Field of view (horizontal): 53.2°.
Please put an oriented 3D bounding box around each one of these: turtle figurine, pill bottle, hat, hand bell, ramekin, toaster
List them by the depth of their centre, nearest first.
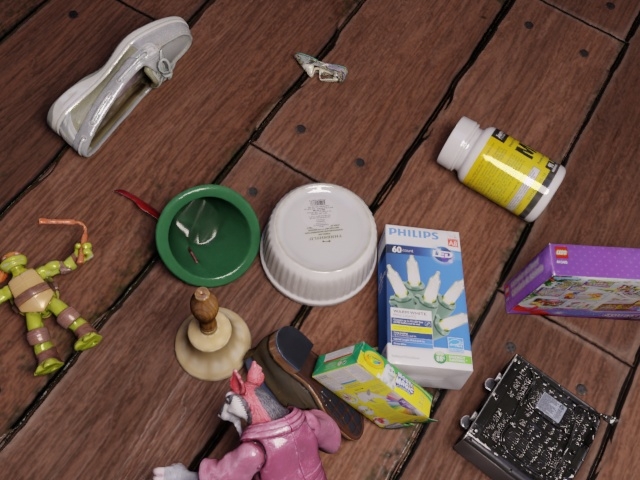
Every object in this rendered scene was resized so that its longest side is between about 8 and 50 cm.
[{"bbox_3d":[-0.166,0.121,0.944,0.126,0.242,0.126,2,66,-5],"label":"hand bell"},{"bbox_3d":[0.322,0.295,0.983,0.185,0.110,0.168,35,68,11],"label":"toaster"},{"bbox_3d":[-0.462,0.102,1.011,0.269,0.087,0.217,-30,79,-26],"label":"turtle figurine"},{"bbox_3d":[0.000,0.000,1.087,0.207,0.109,0.207,2,66,-4],"label":"ramekin"},{"bbox_3d":[-0.224,-0.038,1.129,0.173,0.183,0.209,-39,118,-9],"label":"hat"},{"bbox_3d":[0.327,-0.134,1.172,0.208,0.119,0.119,32,67,9],"label":"pill bottle"}]

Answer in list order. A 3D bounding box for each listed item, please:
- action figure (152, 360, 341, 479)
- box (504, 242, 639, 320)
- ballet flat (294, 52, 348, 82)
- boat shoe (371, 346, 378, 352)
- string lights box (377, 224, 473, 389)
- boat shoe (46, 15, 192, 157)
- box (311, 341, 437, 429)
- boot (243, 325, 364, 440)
[{"bbox_3d":[-0.043,0.339,0.834,0.248,0.275,0.370,-23,97,-32],"label":"action figure"},{"bbox_3d":[0.478,0.074,1.048,0.293,0.201,0.057,4,66,-4],"label":"box"},{"bbox_3d":[-0.003,-0.342,1.281,0.114,0.041,0.041,19,65,4],"label":"ballet flat"},{"bbox_3d":[0.094,0.199,1.039,0.152,0.048,0.056,1,66,-5],"label":"boat shoe"},{"bbox_3d":[0.164,0.104,1.047,0.133,0.077,0.260,6,54,-4],"label":"string lights box"},{"bbox_3d":[-0.352,-0.288,1.186,0.103,0.118,0.320,43,73,7],"label":"boat shoe"},{"bbox_3d":[0.087,0.226,0.963,0.179,0.105,0.043,42,47,-21],"label":"box"},{"bbox_3d":[-0.026,0.233,1.009,0.219,0.106,0.082,53,42,-10],"label":"boot"}]
